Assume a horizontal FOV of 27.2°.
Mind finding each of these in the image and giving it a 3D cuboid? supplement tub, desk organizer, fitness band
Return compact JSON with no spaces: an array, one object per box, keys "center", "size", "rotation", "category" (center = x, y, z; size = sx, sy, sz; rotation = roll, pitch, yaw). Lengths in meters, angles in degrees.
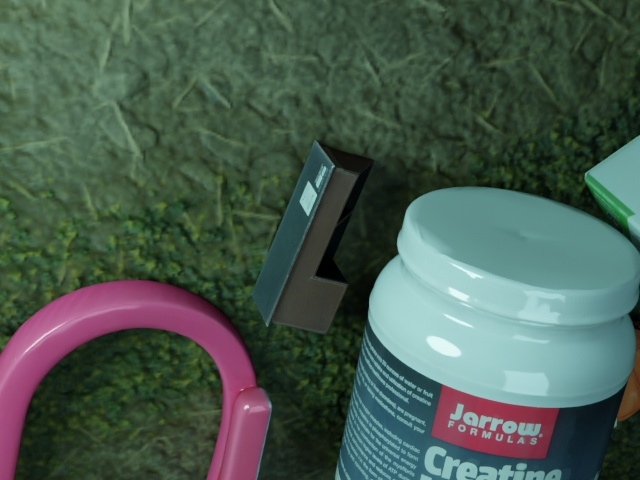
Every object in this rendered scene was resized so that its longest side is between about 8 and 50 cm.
[{"center":[0.118,0.118,0.964],"size":[0.191,0.191,0.272],"rotation":[2,116,-17],"category":"supplement tub"},{"center":[0.000,0.000,0.954],"size":[0.050,0.047,0.130],"rotation":[14,112,-24],"category":"desk organizer"},{"center":[-0.153,0.166,0.993],"size":[0.209,0.054,0.291],"rotation":[8,113,-17],"category":"fitness band"}]

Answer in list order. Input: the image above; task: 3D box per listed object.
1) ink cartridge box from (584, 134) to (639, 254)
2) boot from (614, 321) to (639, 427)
[{"center":[0.306,0.030,0.998],"size":[0.087,0.153,0.208],"rotation":[-36,121,2],"category":"ink cartridge box"},{"center":[0.238,0.079,1.061],"size":[0.084,0.059,0.158],"rotation":[-26,129,-6],"category":"boot"}]
